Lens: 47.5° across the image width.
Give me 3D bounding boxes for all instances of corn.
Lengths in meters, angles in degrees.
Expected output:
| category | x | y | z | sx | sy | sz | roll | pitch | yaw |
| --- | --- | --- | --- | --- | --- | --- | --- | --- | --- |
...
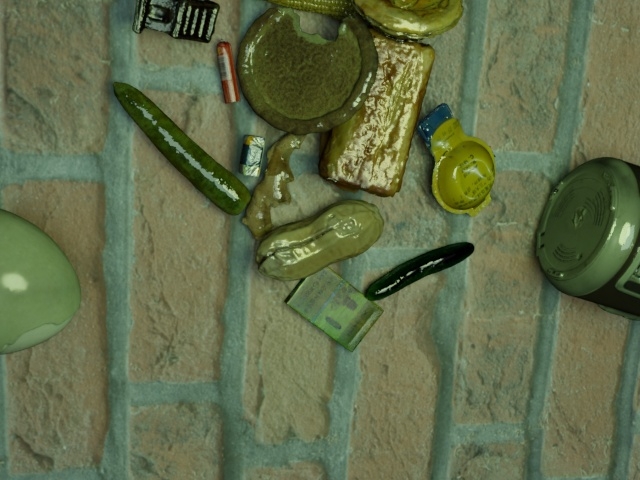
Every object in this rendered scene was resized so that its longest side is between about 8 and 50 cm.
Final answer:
| category | x | y | z | sx | sy | sz | roll | pitch | yaw |
| --- | --- | --- | --- | --- | --- | --- | --- | --- | --- |
| corn | -0.019 | -0.502 | 1.465 | 0.288 | 0.086 | 0.087 | 9 | 98 | -12 |

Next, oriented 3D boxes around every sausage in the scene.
| category | x | y | z | sx | sy | sz | roll | pitch | yaw |
| --- | --- | --- | --- | --- | --- | --- | --- | --- | --- |
| sausage | -0.189 | -0.346 | 1.480 | 0.034 | 0.034 | 0.129 | -11 | 101 | -10 |

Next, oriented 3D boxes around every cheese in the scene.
| category | x | y | z | sx | sy | sz | roll | pitch | yaw |
| --- | --- | --- | --- | --- | --- | --- | --- | --- | --- |
| cheese | 0.299 | -0.169 | 1.577 | 0.177 | 0.069 | 0.270 | -41 | 119 | -12 |

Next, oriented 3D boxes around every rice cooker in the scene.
| category | x | y | z | sx | sy | sz | roll | pitch | yaw |
| --- | --- | --- | --- | --- | --- | --- | --- | --- | --- |
| rice cooker | 0.682 | 0.007 | 1.584 | 0.325 | 0.335 | 0.335 | 17 | 96 | -15 |

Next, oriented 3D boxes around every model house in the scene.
| category | x | y | z | sx | sy | sz | roll | pitch | yaw |
| --- | --- | --- | --- | --- | --- | --- | --- | --- | --- |
| model house | -0.270 | -0.463 | 1.404 | 0.152 | 0.106 | 0.165 | 13 | 101 | -12 |

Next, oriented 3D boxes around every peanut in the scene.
| category | x | y | z | sx | sy | sz | roll | pitch | yaw |
| --- | --- | --- | --- | --- | --- | --- | --- | --- | --- |
| peanut | 0.000 | 0.000 | 1.529 | 0.290 | 0.130 | 0.130 | -24 | 104 | -8 |

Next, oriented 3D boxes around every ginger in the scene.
| category | x | y | z | sx | sy | sz | roll | pitch | yaw |
| --- | --- | --- | --- | --- | --- | --- | --- | --- | --- |
| ginger | -0.086 | -0.134 | 1.519 | 0.089 | 0.075 | 0.288 | 26 | 98 | 7 |

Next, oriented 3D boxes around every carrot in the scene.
| category | x | y | z | sx | sy | sz | roll | pitch | yaw |
| --- | --- | --- | --- | --- | --- | --- | --- | --- | --- |
| carrot | -0.283 | -0.186 | 1.469 | 0.358 | 0.074 | 0.074 | 44 | 88 | -14 |

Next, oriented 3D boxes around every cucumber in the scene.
| category | x | y | z | sx | sy | sz | roll | pitch | yaw |
| --- | --- | --- | --- | --- | --- | --- | --- | --- | --- |
| cucumber | 0.224 | 0.063 | 1.630 | 0.284 | 0.056 | 0.056 | -25 | 104 | -12 |

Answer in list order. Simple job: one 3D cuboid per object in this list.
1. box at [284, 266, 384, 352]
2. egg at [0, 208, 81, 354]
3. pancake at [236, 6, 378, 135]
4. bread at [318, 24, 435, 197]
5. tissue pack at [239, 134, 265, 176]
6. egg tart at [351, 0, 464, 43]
| category | x | y | z | sx | sy | sz | roll | pitch | yaw |
| --- | --- | --- | --- | --- | --- | --- | --- | --- | --- |
| box | 0.032 | 0.146 | 1.613 | 0.193 | 0.030 | 0.121 | 38 | 90 | -16 |
| egg | -0.615 | 0.081 | 1.334 | 0.336 | 0.278 | 0.278 | 25 | 93 | -11 |
| pancake | -0.029 | -0.348 | 1.439 | 0.286 | 0.033 | 0.288 | -40 | 79 | 17 |
| bread | 0.112 | -0.264 | 1.502 | 0.195 | 0.149 | 0.344 | 16 | 96 | -2 |
| tissue pack | -0.142 | -0.175 | 1.504 | 0.042 | 0.062 | 0.083 | 8 | 98 | -17 |
| egg tart | 0.161 | -0.463 | 1.399 | 0.241 | 0.106 | 0.241 | 4 | 56 | -6 |
